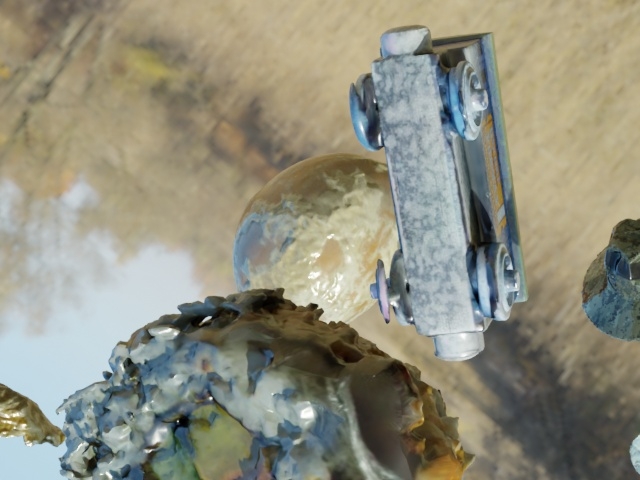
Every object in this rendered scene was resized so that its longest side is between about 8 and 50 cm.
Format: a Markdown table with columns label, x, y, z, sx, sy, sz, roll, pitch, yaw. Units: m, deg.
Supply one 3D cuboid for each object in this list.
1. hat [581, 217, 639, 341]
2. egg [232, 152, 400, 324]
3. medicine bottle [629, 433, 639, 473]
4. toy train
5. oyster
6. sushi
| label | x | y | z | sx | sy | sz | roll | pitch | yaw |
| --- | --- | --- | --- | --- | --- | --- | --- | --- | --- |
| hat | 0.552 | 0.030 | 2.473 | 0.265 | 0.265 | 0.128 | 37 | 162 | 45 |
| egg | 0.000 | 0.000 | 1.769 | 0.203 | 0.245 | 0.203 | 39 | -168 | -9 |
| medicine bottle | 0.338 | 0.161 | 1.298 | 0.051 | 0.051 | 0.191 | 38 | -146 | 22 |
| toy train | 0.115 | -0.050 | 1.325 | 0.131 | 0.300 | 0.202 | -5 | -170 | 17 |
| oyster | -0.564 | 0.250 | 2.267 | 0.341 | 0.110 | 0.166 | 20 | -177 | 1 |
| sushi | -0.065 | 0.246 | 1.397 | 0.417 | 0.417 | 0.176 | 38 | -163 | 21 |
